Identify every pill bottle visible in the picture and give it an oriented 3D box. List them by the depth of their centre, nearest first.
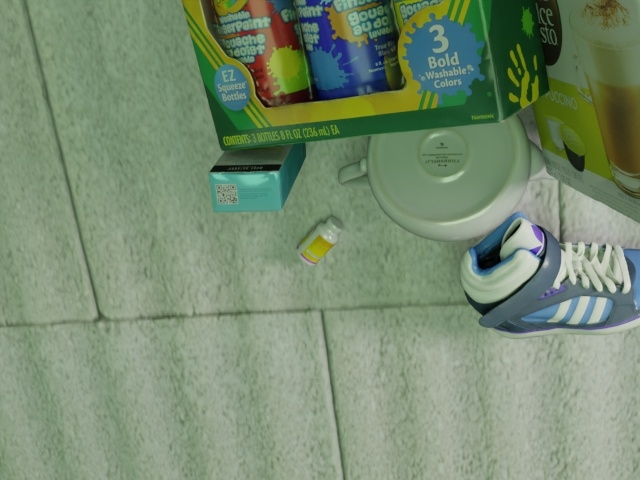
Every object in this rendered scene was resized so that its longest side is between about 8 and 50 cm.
[{"bbox_3d":[0.000,0.000,1.541,0.043,0.043,0.083,40,113,-10],"label":"pill bottle"}]

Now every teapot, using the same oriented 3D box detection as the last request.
[{"bbox_3d":[0.190,-0.108,1.400,0.256,0.187,0.252,43,94,17],"label":"teapot"}]

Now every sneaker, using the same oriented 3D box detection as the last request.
[{"bbox_3d":[0.371,0.041,1.416,0.323,0.130,0.236,-13,142,19],"label":"sneaker"}]

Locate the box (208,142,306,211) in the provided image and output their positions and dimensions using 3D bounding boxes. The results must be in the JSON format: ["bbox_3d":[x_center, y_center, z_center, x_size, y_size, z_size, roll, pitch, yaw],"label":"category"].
[{"bbox_3d":[-0.087,-0.113,1.394,0.101,0.244,0.060,0,113,9],"label":"box"}]

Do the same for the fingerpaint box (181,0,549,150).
[{"bbox_3d":[0.032,-0.326,1.218,0.445,0.163,0.371,-1,110,35],"label":"fingerpaint box"}]

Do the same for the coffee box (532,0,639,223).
[{"bbox_3d":[0.465,-0.248,1.155,0.338,0.337,0.334,-19,110,-7],"label":"coffee box"}]
